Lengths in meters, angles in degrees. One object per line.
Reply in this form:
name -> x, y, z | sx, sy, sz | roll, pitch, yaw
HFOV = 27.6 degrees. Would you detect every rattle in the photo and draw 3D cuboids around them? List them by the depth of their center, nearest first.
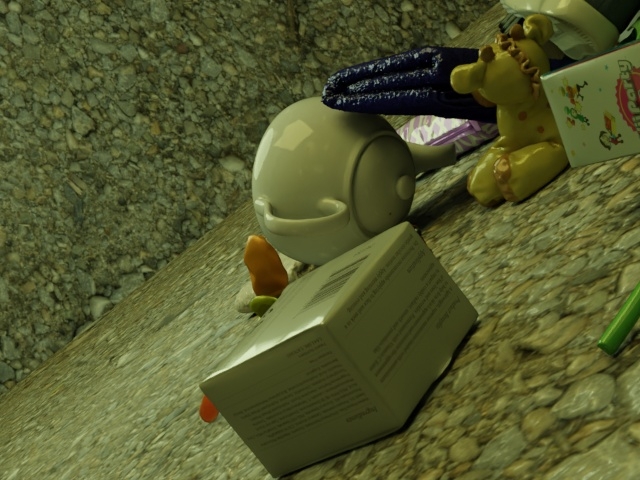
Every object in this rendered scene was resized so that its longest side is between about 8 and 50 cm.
rattle -> -0.099, 0.106, 1.590 | 0.200, 0.142, 0.130 | -35, 25, -27

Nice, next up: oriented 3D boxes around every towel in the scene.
towel -> 0.182, -0.193, 1.718 | 0.308, 0.076, 0.228 | -1, -5, -42
towel -> 0.000, 0.000, 1.985 | 0.282, 0.049, 0.187 | -43, 7, -34

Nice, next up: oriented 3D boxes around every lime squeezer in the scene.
lime squeezer -> 0.283, -0.024, 1.034 | 0.110, 0.059, 0.310 | -31, 12, 33

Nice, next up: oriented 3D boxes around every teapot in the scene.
teapot -> 0.040, -0.075, 1.765 | 0.187, 0.252, 0.256 | 9, 70, 39

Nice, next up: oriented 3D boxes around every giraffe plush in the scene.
giraffe plush -> 0.235, -0.160, 1.533 | 0.181, 0.170, 0.210 | -43, 11, -36

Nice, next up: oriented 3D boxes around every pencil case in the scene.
pencil case -> 0.183, -0.161, 2.005 | 0.206, 0.086, 0.088 | -29, 5, 43

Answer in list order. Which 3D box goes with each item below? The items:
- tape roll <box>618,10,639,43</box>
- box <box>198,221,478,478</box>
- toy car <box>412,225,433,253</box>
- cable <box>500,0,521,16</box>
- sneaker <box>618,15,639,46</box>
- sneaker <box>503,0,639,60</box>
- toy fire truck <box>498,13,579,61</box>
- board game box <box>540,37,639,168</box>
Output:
tape roll -> 0.527, -0.403, 1.882 | 0.286, 0.100, 0.286 | -36, 8, 6
box -> 0.019, 0.101, 1.198 | 0.182, 0.119, 0.181 | -30, 11, 41
toy car -> 0.079, 0.034, 1.527 | 0.122, 0.060, 0.040 | -34, -25, -26
cable -> 0.372, -0.416, 1.890 | 0.257, 0.089, 0.257 | -37, 14, -27
sneaker -> 0.409, -0.251, 1.528 | 0.123, 0.109, 0.295 | -28, 12, 34
sneaker -> 0.336, -0.318, 1.641 | 0.148, 0.131, 0.350 | -53, 11, 7
toy fire truck -> 0.263, -0.255, 2.055 | 0.246, 0.158, 0.217 | -47, 7, 15
board game box -> 0.364, -0.156, 1.101 | 0.224, 0.097, 0.303 | -22, 3, -22
